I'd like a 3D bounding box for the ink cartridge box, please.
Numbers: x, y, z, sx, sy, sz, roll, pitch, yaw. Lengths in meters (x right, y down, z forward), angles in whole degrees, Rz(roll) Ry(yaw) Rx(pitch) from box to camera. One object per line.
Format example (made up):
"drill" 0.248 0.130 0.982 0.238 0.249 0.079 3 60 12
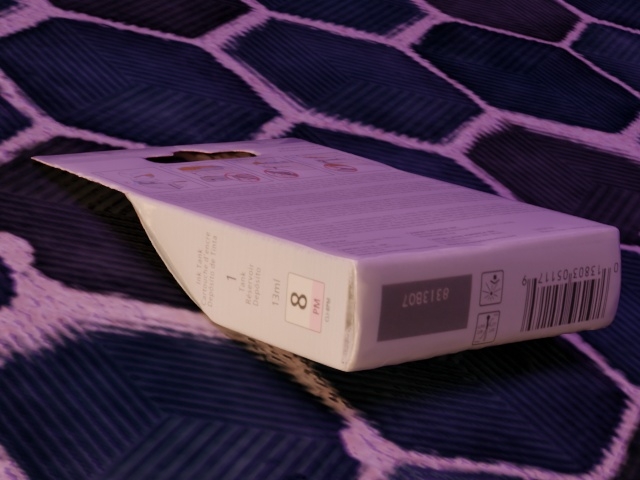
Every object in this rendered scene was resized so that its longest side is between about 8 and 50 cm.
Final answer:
"ink cartridge box" 0.000 0.000 0.896 0.189 0.066 0.232 -7 14 -44
